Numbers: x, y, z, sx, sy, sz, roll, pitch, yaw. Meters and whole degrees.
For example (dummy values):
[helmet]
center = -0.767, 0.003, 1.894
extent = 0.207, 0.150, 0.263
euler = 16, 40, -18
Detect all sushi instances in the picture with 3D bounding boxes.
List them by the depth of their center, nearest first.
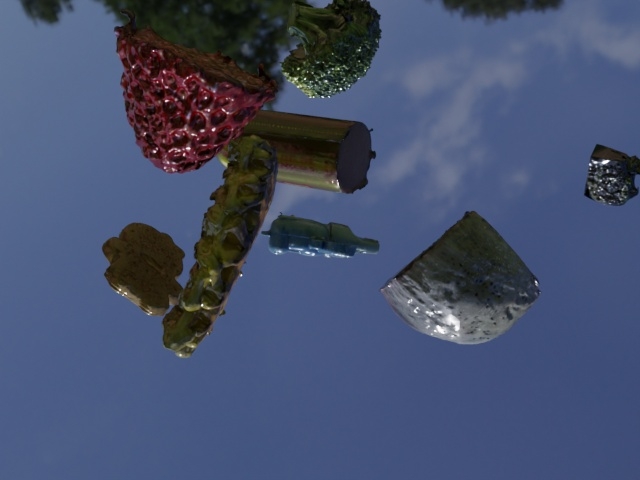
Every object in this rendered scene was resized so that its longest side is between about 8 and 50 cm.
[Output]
[sushi]
center = 0.470, -0.099, 1.788
extent = 0.085, 0.083, 0.056
euler = 16, -150, 17

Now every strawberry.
[strawberry]
center = -0.190, -0.180, 1.483
extent = 0.234, 0.178, 0.234
euler = 22, -169, -5

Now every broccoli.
[broccoli]
center = 0.020, -0.366, 2.045
extent = 0.176, 0.226, 0.198
euler = 8, 159, -37

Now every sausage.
[sausage]
center = -0.081, -0.152, 1.806
extent = 0.317, 0.117, 0.125
euler = 9, 175, 22

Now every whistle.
[whistle]
center = 0.000, 0.000, 2.484
extent = 0.269, 0.093, 0.180
euler = 10, -177, -10

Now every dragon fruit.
[dragon fruit]
center = 0.252, 0.099, 2.063
extent = 0.204, 0.221, 0.283
euler = -46, 179, -13

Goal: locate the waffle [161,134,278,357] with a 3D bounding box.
[waffle]
center = -0.101, 0.010, 1.144
extent = 0.059, 0.243, 0.238
euler = 23, -178, -1

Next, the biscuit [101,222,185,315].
[biscuit]
center = -0.298, 0.043, 1.901
extent = 0.036, 0.166, 0.225
euler = -45, -160, 23
